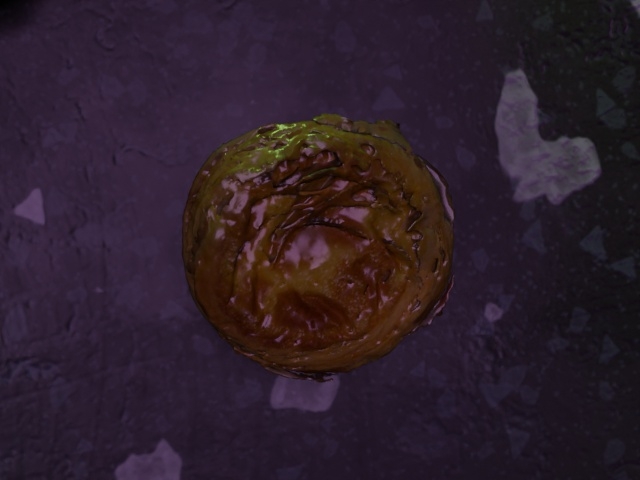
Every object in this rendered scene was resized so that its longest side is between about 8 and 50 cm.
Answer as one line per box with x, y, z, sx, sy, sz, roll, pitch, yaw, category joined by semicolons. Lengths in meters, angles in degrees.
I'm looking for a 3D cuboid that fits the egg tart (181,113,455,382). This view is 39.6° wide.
0.000;0.000;0.917;0.297;0.132;0.297;-3;102;-14;egg tart
